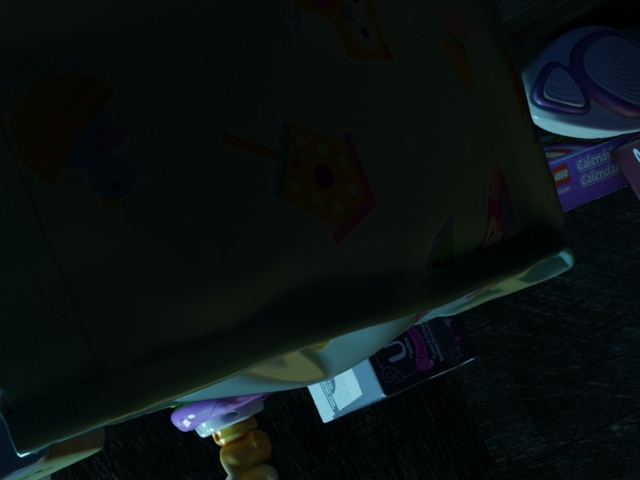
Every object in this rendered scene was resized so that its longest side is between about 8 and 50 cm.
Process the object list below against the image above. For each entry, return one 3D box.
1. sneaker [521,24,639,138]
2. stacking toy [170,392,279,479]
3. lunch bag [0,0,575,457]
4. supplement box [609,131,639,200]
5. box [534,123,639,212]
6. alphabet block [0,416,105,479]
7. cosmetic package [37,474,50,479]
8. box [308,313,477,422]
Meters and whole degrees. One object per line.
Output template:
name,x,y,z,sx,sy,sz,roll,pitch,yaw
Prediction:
sneaker,0.290,-0.150,1.408,0.305,0.114,0.152,-19,171,-40
stacking toy,-0.105,0.120,1.315,0.165,0.302,0.175,-18,170,-43
lunch bag,-0.047,-0.058,0.436,0.160,0.223,0.262,-21,175,27
supplement box,0.422,-0.098,1.417,0.239,0.130,0.073,-33,-178,-24
box,0.240,-0.091,1.541,0.200,0.057,0.293,-22,-166,-26
alphabet block,-0.284,0.097,0.974,0.192,0.193,0.197,-23,174,1
cosmetic package,-0.519,0.291,1.494,0.377,0.098,0.284,-9,171,35
box,0.039,0.061,1.602,0.142,0.247,0.163,-18,171,-31
